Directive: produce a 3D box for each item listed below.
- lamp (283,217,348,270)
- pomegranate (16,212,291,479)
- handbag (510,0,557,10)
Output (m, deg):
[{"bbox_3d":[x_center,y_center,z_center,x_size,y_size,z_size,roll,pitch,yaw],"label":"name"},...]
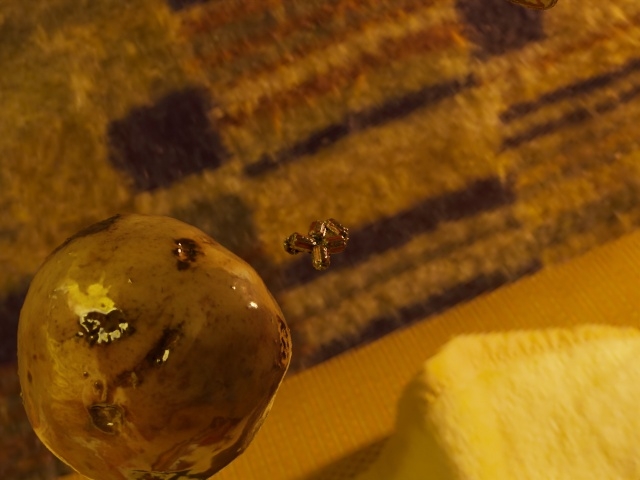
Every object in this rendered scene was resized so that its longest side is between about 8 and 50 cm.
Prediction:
[{"bbox_3d":[0.000,0.000,1.833,0.063,0.083,0.031,38,136,10],"label":"lamp"},{"bbox_3d":[-0.173,0.111,1.499,0.281,0.281,0.281,-8,122,-13],"label":"pomegranate"},{"bbox_3d":[0.190,-0.356,1.617,0.225,0.135,0.146,23,147,10],"label":"handbag"}]
